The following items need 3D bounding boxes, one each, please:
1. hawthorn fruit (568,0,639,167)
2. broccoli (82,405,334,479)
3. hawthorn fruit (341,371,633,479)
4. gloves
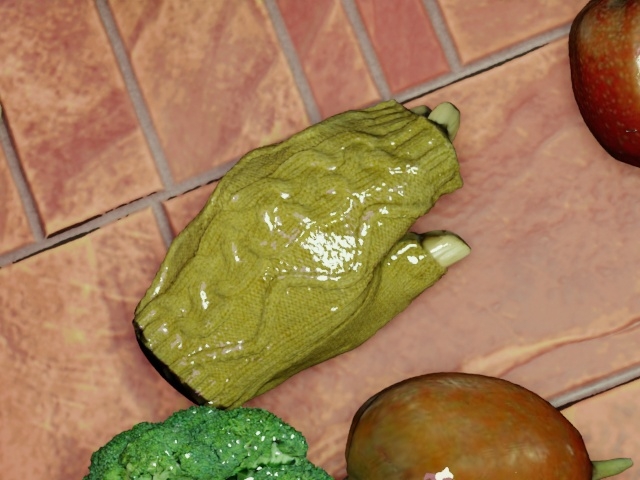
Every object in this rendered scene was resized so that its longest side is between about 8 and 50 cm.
[{"bbox_3d":[0.301,-0.139,1.374,0.169,0.169,0.188,-12,104,7],"label":"hawthorn fruit"},{"bbox_3d":[-0.097,0.277,1.333,0.270,0.270,0.270,2,122,3],"label":"broccoli"},{"bbox_3d":[0.144,0.205,1.344,0.251,0.199,0.199,-8,81,-5],"label":"hawthorn fruit"},{"bbox_3d":[-0.007,0.004,1.399,0.356,0.155,0.203,-43,82,-2],"label":"gloves"}]
